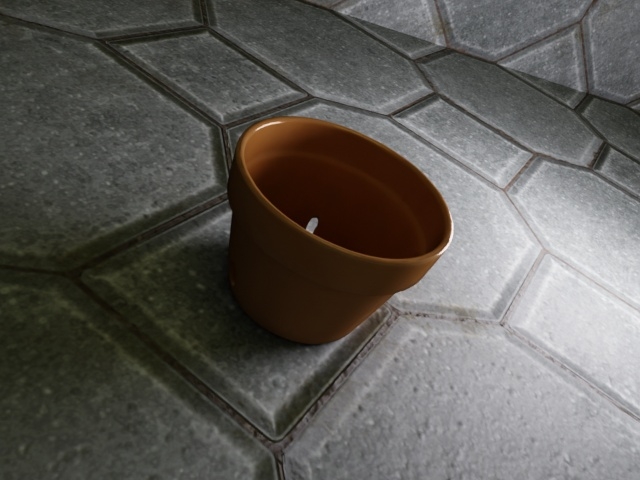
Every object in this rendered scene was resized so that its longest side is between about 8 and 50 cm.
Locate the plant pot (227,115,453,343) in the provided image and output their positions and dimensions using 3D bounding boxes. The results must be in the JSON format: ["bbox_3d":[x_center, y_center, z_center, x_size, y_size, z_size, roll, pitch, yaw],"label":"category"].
[{"bbox_3d":[0.000,0.000,0.810,0.291,0.203,0.291,17,35,-13],"label":"plant pot"}]
